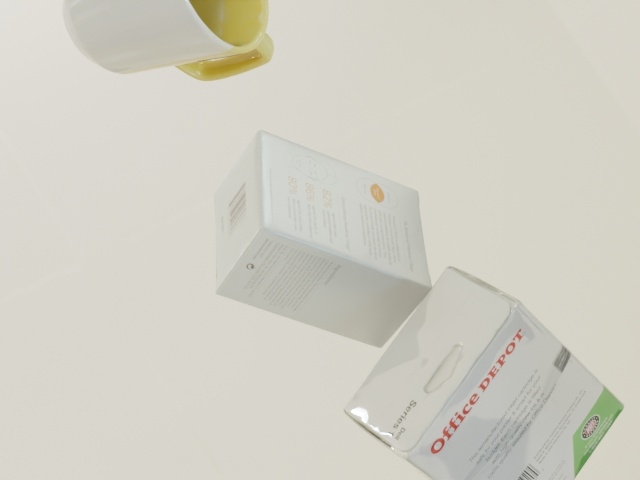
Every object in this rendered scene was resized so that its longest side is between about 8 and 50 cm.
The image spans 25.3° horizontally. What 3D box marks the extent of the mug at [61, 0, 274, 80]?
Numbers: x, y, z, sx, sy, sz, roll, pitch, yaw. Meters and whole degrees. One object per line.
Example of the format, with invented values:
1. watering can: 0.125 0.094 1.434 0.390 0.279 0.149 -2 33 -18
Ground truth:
1. mug: -0.059 -0.086 0.542 0.064 0.078 0.062 -15 25 29

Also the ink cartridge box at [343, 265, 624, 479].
1. ink cartridge box: 0.144 0.145 1.227 0.160 0.092 0.219 -53 -47 -6

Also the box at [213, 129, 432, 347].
1. box: 0.000 0.000 1.268 0.091 0.170 0.130 -52 28 36
